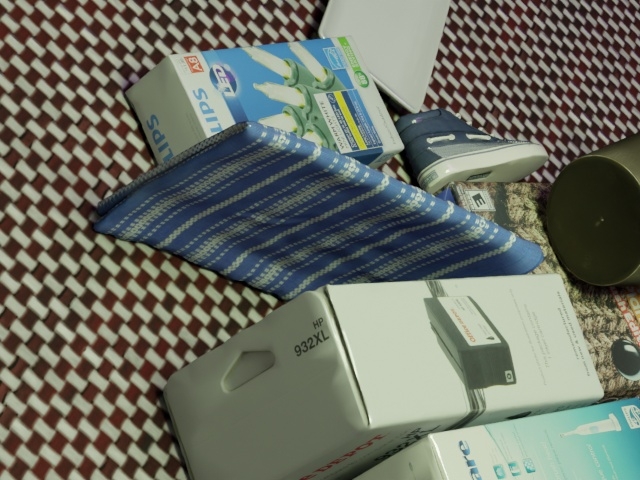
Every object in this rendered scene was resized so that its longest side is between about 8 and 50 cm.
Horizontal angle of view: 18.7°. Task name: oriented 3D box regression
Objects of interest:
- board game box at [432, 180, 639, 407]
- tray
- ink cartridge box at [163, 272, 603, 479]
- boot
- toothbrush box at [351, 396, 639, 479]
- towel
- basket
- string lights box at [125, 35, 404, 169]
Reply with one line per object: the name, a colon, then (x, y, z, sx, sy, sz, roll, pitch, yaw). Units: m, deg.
board game box: (0.218, 0.074, 1.942, 0.291, 0.141, 0.232, -2, 64, -45)
tray: (0.071, -0.258, 2.122, 0.145, 0.030, 0.270, 38, 42, -20)
ink cartridge box: (0.056, 0.131, 1.675, 0.307, 0.223, 0.129, -1, 66, -45)
boot: (0.163, -0.104, 2.073, 0.190, 0.069, 0.086, -8, 63, -46)
toothbrush box: (0.140, 0.246, 1.682, 0.296, 0.216, 0.126, -2, 65, -46)
towel: (0.000, 0.000, 1.704, 0.336, 0.243, 0.040, 22, 59, -32)
basket: (0.342, -0.034, 1.917, 0.227, 0.154, 0.204, -8, 68, -44)
string lights box: (-0.050, -0.114, 1.861, 0.260, 0.077, 0.133, -13, 74, -48)
